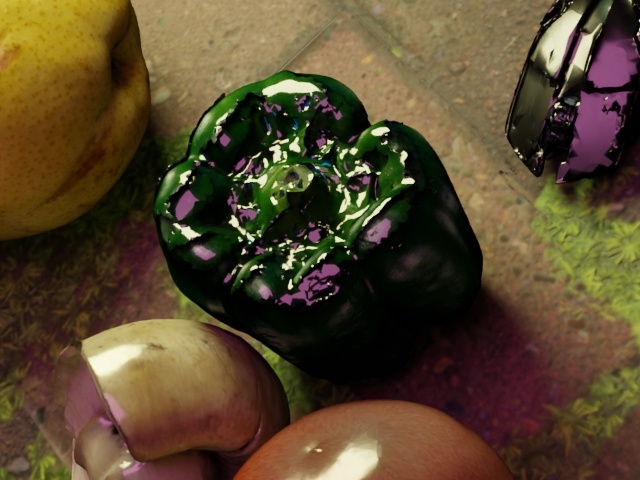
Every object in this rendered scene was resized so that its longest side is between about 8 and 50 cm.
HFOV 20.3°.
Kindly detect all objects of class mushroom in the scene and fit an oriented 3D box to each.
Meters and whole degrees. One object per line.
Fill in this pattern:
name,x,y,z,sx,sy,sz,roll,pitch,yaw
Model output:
mushroom,-0.111,0.177,1.501,0.189,0.254,0.195,-18,55,-19

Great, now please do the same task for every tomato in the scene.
tomato,0.040,0.245,1.382,0.256,0.224,0.256,-19,29,11

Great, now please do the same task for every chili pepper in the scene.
chili pepper,0.000,0.000,1.514,0.233,0.257,0.248,-41,57,-3

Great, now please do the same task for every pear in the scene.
pear,-0.318,-0.146,1.725,0.314,0.314,0.314,-11,62,21

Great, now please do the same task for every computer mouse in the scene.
computer mouse,0.242,-0.161,1.579,0.146,0.077,0.242,14,73,33
